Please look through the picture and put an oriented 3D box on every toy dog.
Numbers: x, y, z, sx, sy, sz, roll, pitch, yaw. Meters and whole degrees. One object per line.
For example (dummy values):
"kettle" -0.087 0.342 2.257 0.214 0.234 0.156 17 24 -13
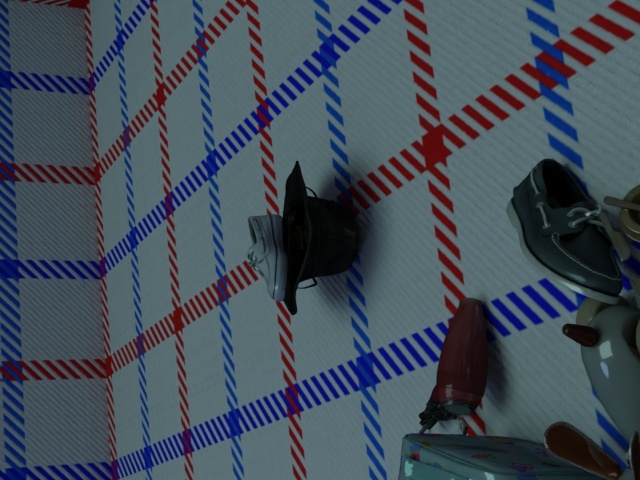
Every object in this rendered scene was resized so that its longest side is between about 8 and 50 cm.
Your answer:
"toy dog" 0.374 0.219 1.446 0.220 0.161 0.333 -39 54 56

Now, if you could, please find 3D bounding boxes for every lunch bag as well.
"lunch bag" 0.244 0.347 1.623 0.279 0.224 0.108 3 89 63

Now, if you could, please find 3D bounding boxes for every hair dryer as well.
"hair dryer" 0.201 0.231 1.845 0.223 0.080 0.293 -124 52 -72

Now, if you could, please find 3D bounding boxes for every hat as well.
"hat" 0.000 0.000 2.222 0.331 0.134 0.331 -176 90 -81

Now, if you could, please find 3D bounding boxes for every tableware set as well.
"tableware set" 0.429 0.002 1.404 0.128 0.039 0.194 -29 54 14

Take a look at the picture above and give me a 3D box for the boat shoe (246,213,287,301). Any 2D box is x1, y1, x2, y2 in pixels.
"boat shoe" -0.109 0.035 2.236 0.226 0.076 0.083 -99 14 -52

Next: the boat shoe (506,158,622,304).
"boat shoe" 0.336 -0.019 1.543 0.319 0.116 0.099 -105 36 -65
